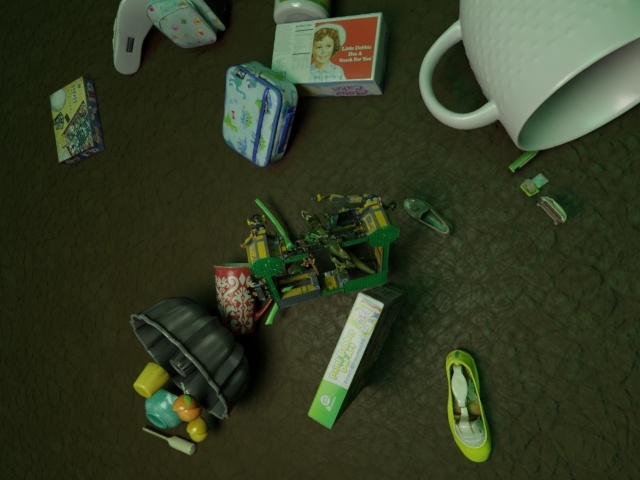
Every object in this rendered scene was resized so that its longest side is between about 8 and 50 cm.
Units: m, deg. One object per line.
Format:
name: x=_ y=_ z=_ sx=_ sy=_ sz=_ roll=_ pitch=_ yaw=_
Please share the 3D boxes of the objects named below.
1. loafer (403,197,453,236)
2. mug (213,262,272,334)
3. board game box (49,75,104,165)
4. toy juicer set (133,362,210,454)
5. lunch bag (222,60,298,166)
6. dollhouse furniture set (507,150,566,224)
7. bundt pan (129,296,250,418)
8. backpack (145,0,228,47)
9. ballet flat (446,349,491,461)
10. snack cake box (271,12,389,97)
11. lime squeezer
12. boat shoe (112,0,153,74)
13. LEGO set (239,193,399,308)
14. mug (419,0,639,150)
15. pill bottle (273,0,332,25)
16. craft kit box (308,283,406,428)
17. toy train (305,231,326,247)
loafer: x=0.234 y=-0.054 z=0.884 sx=0.125 sy=0.039 sz=0.045 roll=39 pitch=103 yaw=19
mug: x=-0.195 y=0.145 z=1.016 sx=0.150 sy=0.113 sz=0.169 roll=1 pitch=91 yaw=24
board game box: x=-0.798 y=-0.388 z=1.323 sx=0.165 sy=0.042 sz=0.243 roll=-16 pitch=82 yaw=21
toy juicer set: x=-0.376 y=0.460 z=1.073 sx=0.209 sy=0.089 sz=0.329 roll=25 pitch=132 yaw=9
lunch bag: x=-0.150 y=-0.301 z=0.979 sx=0.176 sy=0.090 sz=0.219 roll=38 pitch=135 yaw=17
dollhouse furniture set: x=0.437 y=-0.103 z=0.784 sx=0.059 sy=0.076 sz=0.151 roll=-40 pitch=73 yaw=14
bundt pan: x=-0.299 y=0.265 z=0.979 sx=0.331 sy=0.124 sz=0.330 roll=27 pitch=141 yaw=25
backpack: x=-0.366 y=-0.613 z=1.090 sx=0.189 sy=0.166 sz=0.144 roll=4 pitch=79 yaw=25
ballet flat: x=0.293 y=0.341 z=0.821 sx=0.077 sy=0.077 sz=0.230 roll=-10 pitch=84 yaw=22
snack cake box: x=0.020 y=-0.433 z=0.964 sx=0.265 sy=0.089 sz=0.152 roll=7 pitch=89 yaw=22
lime squeezer: x=-0.092 y=0.044 z=1.000 sx=0.110 sy=0.059 sz=0.310 roll=-8 pitch=84 yaw=15
boat shoe: x=-0.551 y=-0.620 z=1.179 sx=0.267 sy=0.096 sz=0.088 roll=-52 pitch=56 yaw=44
LEGO set: x=-0.005 y=-0.010 z=0.836 sx=0.332 sy=0.255 sz=0.192 roll=-20 pitch=54 yaw=4
mug: x=0.359 y=-0.350 z=0.726 sx=0.374 sy=0.276 sz=0.328 roll=-29 pitch=68 yaw=23
pill bottle: x=-0.034 y=-0.640 z=0.969 sx=0.137 sy=0.136 sz=0.245 roll=5 pitch=90 yaw=23
craft kit box: x=0.085 y=0.215 z=0.822 sx=0.061 sy=0.247 sz=0.249 roll=25 pitch=97 yaw=22
toy train: x=0.000 y=0.000 z=0.991 sx=0.083 sy=0.017 sz=0.023 roll=23 pitch=86 yaw=22
